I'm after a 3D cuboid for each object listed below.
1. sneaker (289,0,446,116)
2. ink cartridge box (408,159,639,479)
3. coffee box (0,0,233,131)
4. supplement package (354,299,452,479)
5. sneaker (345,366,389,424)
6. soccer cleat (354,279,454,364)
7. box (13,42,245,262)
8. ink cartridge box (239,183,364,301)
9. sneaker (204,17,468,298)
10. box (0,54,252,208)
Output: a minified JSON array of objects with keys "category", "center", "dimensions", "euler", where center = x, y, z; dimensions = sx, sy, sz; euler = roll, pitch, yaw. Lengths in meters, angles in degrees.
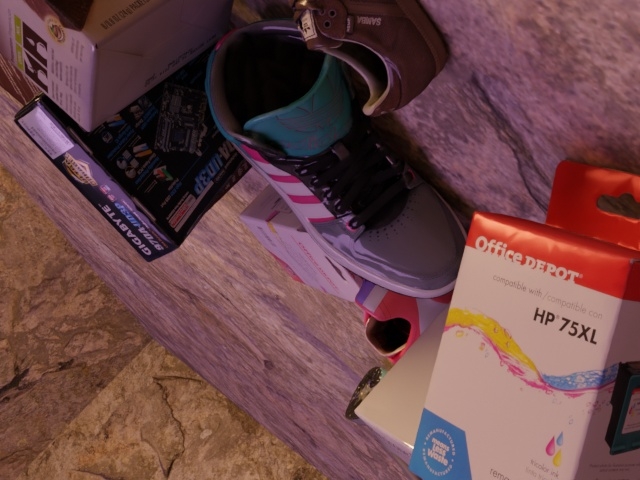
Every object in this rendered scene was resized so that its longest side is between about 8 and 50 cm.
[{"category":"sneaker","center":[0.008,-0.168,0.663],"dimensions":[0.188,0.071,0.066],"euler":[47,164,-14]},{"category":"ink cartridge box","center":[0.150,0.065,0.629],"dimensions":[0.078,0.231,0.134],"euler":[8,-172,-37]},{"category":"coffee box","center":[-0.232,-0.256,0.812],"dimensions":[0.297,0.168,0.119],"euler":[41,149,9]},{"category":"supplement package","center":[0.208,0.186,0.846],"dimensions":[0.199,0.198,0.263],"euler":[23,154,52]},{"category":"sneaker","center":[0.140,0.232,1.357],"dimensions":[0.122,0.110,0.283],"euler":[28,170,-12]},{"category":"soccer cleat","center":[0.093,0.086,1.018],"dimensions":[0.108,0.116,0.318],"euler":[37,162,23]},{"category":"box","center":[-0.149,-0.117,0.914],"dimensions":[0.051,0.220,0.175],"euler":[-21,118,43]},{"category":"ink cartridge box","center":[0.000,0.000,1.117],"dimensions":[0.115,0.067,0.198],"euler":[51,164,-24]},{"category":"sneaker","center":[0.011,-0.077,0.813],"dimensions":[0.295,0.124,0.178],"euler":[42,173,11]},{"category":"box","center":[-0.264,-0.195,1.139],"dimensions":[0.381,0.143,0.191],"euler":[41,163,17]}]
